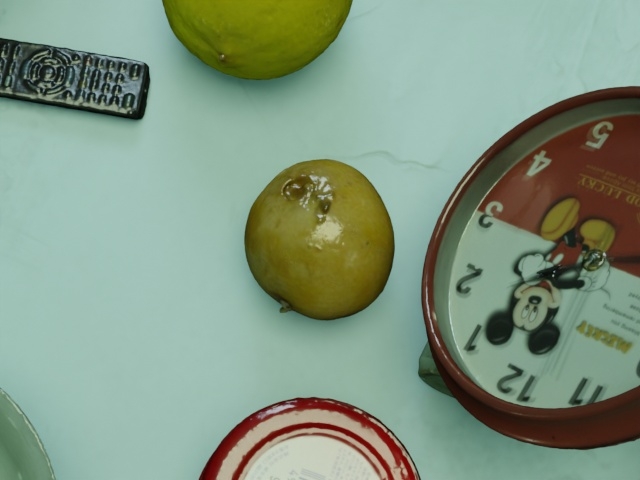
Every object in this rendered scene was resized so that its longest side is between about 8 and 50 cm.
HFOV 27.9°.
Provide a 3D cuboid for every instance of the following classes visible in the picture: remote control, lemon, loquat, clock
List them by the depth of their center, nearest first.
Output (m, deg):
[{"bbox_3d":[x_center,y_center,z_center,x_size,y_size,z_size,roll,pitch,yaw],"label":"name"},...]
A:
[{"bbox_3d":[0.223,0.018,1.038,0.318,0.080,0.318,-21,52,29],"label":"clock"},{"bbox_3d":[0.000,0.000,1.136,0.141,0.141,0.141,1,74,-5],"label":"loquat"},{"bbox_3d":[-0.055,-0.246,1.183,0.178,0.178,0.203,18,72,0],"label":"lemon"},{"bbox_3d":[-0.284,-0.159,1.212,0.245,0.025,0.063,10,72,-2],"label":"remote control"}]

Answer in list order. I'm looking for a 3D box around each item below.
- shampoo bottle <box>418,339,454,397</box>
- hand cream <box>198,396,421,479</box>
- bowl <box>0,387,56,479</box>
[{"bbox_3d":[0.178,0.033,1.167,0.118,0.087,0.234,16,72,18],"label":"shampoo bottle"},{"bbox_3d":[-0.011,0.229,1.076,0.193,0.125,0.193,2,73,-7],"label":"hand cream"},{"bbox_3d":[-0.358,0.243,1.026,0.313,0.146,0.313,2,72,-5],"label":"bowl"}]
